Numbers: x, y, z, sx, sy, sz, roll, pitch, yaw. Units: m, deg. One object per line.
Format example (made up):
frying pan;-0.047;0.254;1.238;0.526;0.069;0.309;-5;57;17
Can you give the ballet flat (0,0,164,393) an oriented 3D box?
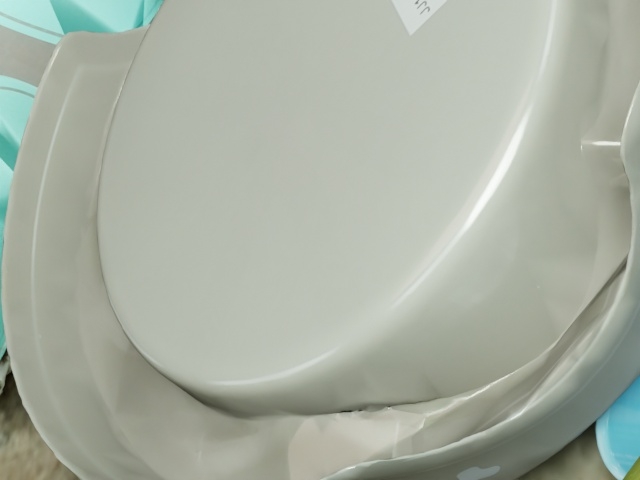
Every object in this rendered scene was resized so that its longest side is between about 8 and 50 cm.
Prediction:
ballet flat;-0.174;-0.102;0.883;0.147;0.147;0.409;22;87;48

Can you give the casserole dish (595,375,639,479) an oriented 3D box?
casserole dish;0.168;0.022;0.538;0.114;0.037;0.188;15;81;48

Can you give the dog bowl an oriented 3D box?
dog bowl;0.017;-0.047;0.625;0.349;0.102;0.348;-23;54;36

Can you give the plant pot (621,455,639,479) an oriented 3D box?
plant pot;0.196;0.114;0.326;0.293;0.275;0.274;0;71;62
